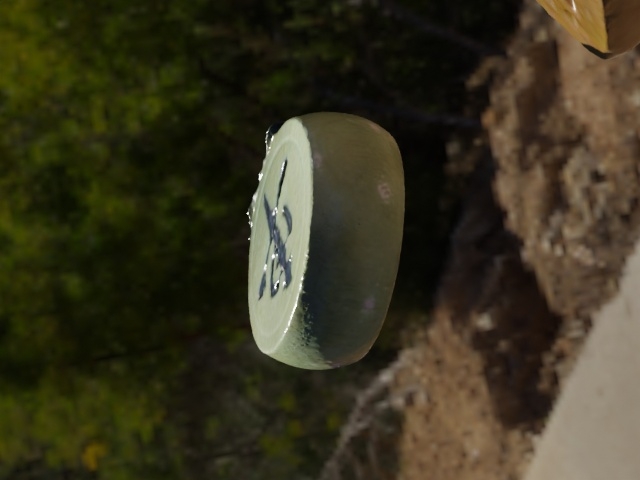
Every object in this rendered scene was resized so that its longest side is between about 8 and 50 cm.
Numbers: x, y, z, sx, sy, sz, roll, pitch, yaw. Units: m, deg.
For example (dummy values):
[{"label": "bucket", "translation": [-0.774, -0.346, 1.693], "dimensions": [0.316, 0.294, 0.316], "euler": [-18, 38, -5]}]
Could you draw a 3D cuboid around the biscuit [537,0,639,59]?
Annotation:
[{"label": "biscuit", "translation": [0.032, -0.140, 0.498], "dimensions": [0.220, 0.029, 0.142], "euler": [51, 177, -26]}]

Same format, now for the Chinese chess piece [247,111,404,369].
[{"label": "Chinese chess piece", "translation": [0.000, 0.000, 0.584], "dimensions": [0.084, 0.034, 0.084], "euler": [-173, 90, -75]}]
